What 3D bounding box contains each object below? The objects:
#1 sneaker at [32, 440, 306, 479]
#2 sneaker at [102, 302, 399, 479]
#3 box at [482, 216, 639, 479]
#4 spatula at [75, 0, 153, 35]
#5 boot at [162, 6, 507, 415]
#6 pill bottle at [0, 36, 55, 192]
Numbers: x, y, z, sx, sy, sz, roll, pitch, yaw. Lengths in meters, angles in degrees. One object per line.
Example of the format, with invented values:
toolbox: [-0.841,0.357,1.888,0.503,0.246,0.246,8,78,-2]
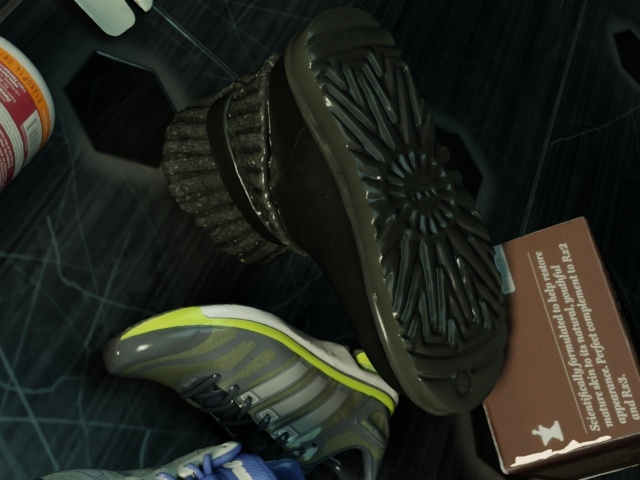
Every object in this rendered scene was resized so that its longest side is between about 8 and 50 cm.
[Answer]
sneaker: [-0.102,0.182,0.726,0.111,0.131,0.296,56,10,21]
sneaker: [-0.047,0.138,0.904,0.300,0.111,0.121,20,59,-31]
box: [0.248,0.125,1.034,0.381,0.143,0.191,30,43,-65]
spatula: [-0.248,-0.322,1.052,0.242,0.019,0.168,48,45,-10]
boot: [0.003,-0.002,0.918,0.131,0.260,0.347,-12,80,-39]
pill bottle: [-0.300,-0.053,0.772,0.121,0.121,0.221,43,44,-15]
